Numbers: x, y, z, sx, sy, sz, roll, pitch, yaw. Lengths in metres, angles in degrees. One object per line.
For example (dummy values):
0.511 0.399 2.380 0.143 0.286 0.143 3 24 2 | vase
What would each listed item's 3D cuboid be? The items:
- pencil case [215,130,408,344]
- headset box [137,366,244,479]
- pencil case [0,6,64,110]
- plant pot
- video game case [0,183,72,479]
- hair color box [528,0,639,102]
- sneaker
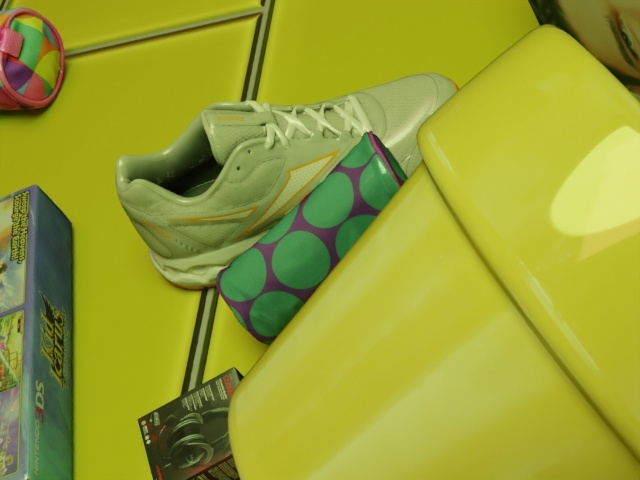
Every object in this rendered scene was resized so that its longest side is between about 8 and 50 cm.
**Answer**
0.000 0.000 0.653 0.152 0.064 0.070 -42 11 14 | pencil case
-0.070 0.127 0.634 0.083 0.032 0.062 -29 48 4 | headset box
-0.369 -0.171 0.961 0.236 0.104 0.104 0 55 24 | pencil case
0.096 0.068 0.479 0.239 0.254 0.254 -40 46 14 | plant pot
-0.306 0.110 0.737 0.244 0.061 0.269 -21 49 10 | video game case
0.245 -0.150 0.531 0.114 0.185 0.374 -37 30 -4 | hair color box
-0.023 -0.061 0.698 0.262 0.121 0.099 -27 49 4 | sneaker
